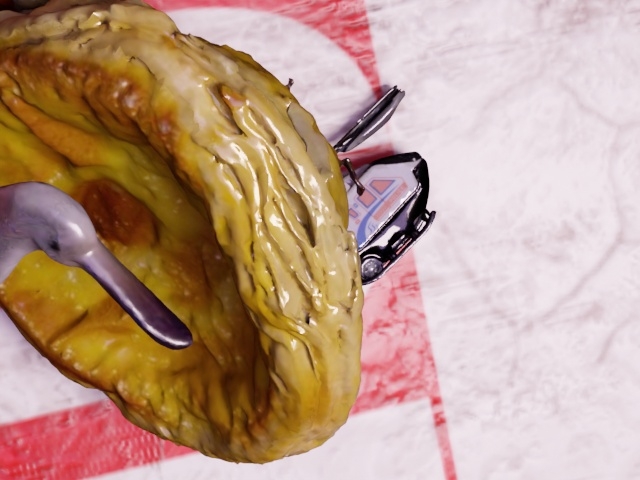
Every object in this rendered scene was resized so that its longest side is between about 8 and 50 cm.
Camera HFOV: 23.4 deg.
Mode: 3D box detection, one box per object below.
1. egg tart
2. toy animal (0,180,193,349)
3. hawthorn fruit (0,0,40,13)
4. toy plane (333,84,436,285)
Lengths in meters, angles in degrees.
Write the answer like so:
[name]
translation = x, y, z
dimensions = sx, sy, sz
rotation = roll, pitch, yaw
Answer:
[egg tart]
translation = -0.077, -0.015, 0.809
dimensions = 0.295, 0.295, 0.116
rotation = 52, 52, -11
[toy animal]
translation = -0.235, -0.009, 0.794
dimensions = 0.324, 0.090, 0.195
rotation = -11, 120, 28
[hawthorn fruit]
translation = -0.168, -0.209, 0.761
dimensions = 0.205, 0.253, 0.205
rotation = 0, 90, 16
[toy plane]
translation = 0.000, 0.001, 0.920
dimensions = 0.197, 0.053, 0.078
rotation = -43, 93, -3
